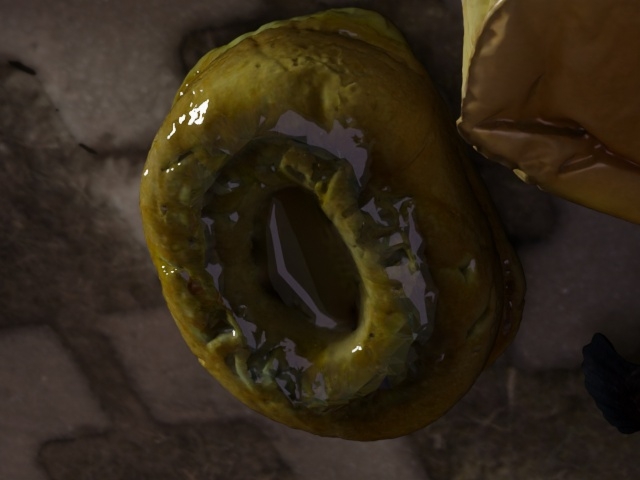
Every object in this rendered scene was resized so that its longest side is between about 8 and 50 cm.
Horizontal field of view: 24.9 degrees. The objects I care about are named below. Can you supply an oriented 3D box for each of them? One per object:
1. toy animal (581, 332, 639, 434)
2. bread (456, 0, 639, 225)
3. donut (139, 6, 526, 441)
[{"bbox_3d":[0.239,0.106,0.843,0.116,0.179,0.218,-12,111,-9],"label":"toy animal"},{"bbox_3d":[0.214,-0.105,0.755,0.288,0.156,0.204,12,140,-1],"label":"bread"},{"bbox_3d":[0.000,0.000,0.883,0.209,0.128,0.261,-25,102,22],"label":"donut"}]
